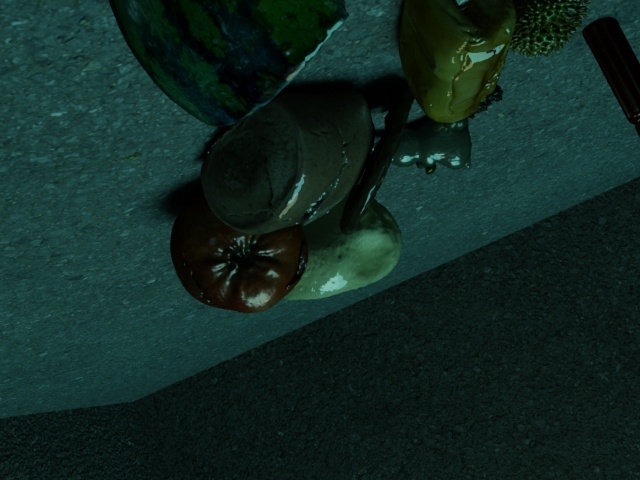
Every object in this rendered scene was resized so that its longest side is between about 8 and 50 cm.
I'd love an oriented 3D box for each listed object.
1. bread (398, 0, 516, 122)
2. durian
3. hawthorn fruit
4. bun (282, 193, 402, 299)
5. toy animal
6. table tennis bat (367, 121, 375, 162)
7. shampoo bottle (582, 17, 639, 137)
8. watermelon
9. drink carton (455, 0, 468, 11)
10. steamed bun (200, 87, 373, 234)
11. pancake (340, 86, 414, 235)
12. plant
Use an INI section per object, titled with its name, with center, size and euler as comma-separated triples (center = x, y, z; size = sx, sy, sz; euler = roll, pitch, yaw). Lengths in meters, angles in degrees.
[bread]
center = 0.199, -0.294, 1.258
size = 0.132, 0.166, 0.294
euler = -21, 166, -2
[durian]
center = 0.395, -0.374, 1.399
size = 0.146, 0.102, 0.208
euler = 1, 151, -44
[hawthorn fruit]
center = -0.182, 0.018, 1.728
size = 0.276, 0.276, 0.307
euler = -16, -176, -20
[bun]
center = 0.000, 0.000, 1.927
size = 0.353, 0.227, 0.349
euler = -12, -172, 28
[toy animal]
center = 0.202, -0.207, 1.782
size = 0.236, 0.138, 0.108
euler = 4, -157, -12
[table tennis bat]
center = 0.044, -0.162, 1.642
size = 0.038, 0.149, 0.237
euler = 18, 170, -22
[shampoo bottle]
center = 0.597, -0.302, 1.620
size = 0.064, 0.260, 0.102
euler = -33, 163, 37
[watermelon]
center = -0.140, -0.276, 0.900
size = 0.222, 0.319, 0.292
euler = 34, 125, -30
[drink carton]
center = 0.126, -0.380, 0.772
size = 0.132, 0.194, 0.324
euler = -23, 167, 12
[steamed bun]
center = -0.043, -0.122, 1.482
size = 0.252, 0.199, 0.301
euler = -8, 160, -42
[pancake]
center = 0.105, -0.151, 1.568
size = 0.033, 0.286, 0.288
euler = 23, 141, -5
[plant]
center = 0.292, -0.273, 1.680
size = 0.085, 0.087, 0.174
euler = 25, 136, -29
